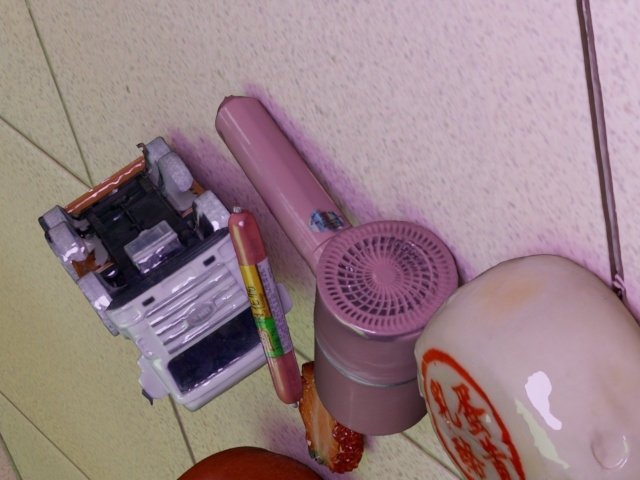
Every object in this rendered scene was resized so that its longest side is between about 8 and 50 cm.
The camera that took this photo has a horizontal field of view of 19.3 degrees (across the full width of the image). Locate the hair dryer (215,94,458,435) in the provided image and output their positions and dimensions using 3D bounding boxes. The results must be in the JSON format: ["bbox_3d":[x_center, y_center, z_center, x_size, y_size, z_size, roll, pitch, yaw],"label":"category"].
[{"bbox_3d":[0.000,0.000,1.777,0.352,0.125,0.210,56,163,26],"label":"hair dryer"}]

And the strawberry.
[{"bbox_3d":[0.012,0.196,2.100,0.104,0.048,0.152,44,143,45],"label":"strawberry"}]

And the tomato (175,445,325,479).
[{"bbox_3d":[-0.075,0.425,2.302,0.341,0.273,0.341,44,156,26],"label":"tomato"}]

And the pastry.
[{"bbox_3d":[0.182,0.137,1.510,0.265,0.133,0.265,49,158,27],"label":"pastry"}]

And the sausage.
[{"bbox_3d":[-0.051,0.064,1.791,0.029,0.029,0.223,22,133,55],"label":"sausage"}]

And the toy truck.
[{"bbox_3d":[-0.155,0.042,1.968,0.207,0.173,0.387,58,175,-21],"label":"toy truck"}]
